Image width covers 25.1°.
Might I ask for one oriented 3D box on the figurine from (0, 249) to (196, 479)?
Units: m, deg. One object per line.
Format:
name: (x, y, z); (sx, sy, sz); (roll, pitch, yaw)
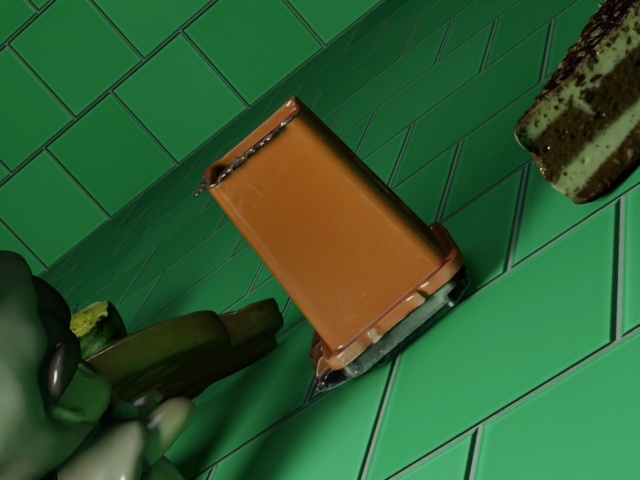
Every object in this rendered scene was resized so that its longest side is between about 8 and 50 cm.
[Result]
figurine: (-0.242, 0.160, 1.223); (0.203, 0.380, 0.248); (-52, 15, -19)

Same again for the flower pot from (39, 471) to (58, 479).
flower pot: (-0.248, 0.277, 1.409); (0.157, 0.157, 0.107); (-49, 0, -28)

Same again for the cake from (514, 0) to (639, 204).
cake: (0.267, -0.141, 1.322); (0.246, 0.112, 0.135); (-47, 10, -8)

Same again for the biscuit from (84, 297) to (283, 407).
biscuit: (-0.171, 0.134, 1.494); (0.275, 0.052, 0.355); (-32, -12, 15)

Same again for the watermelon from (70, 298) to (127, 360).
watermelon: (-0.351, 0.184, 2.037); (0.204, 0.127, 0.232); (-48, 15, -23)

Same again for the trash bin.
trash bin: (0.000, 0.000, 1.345); (0.184, 0.239, 0.161); (-42, 12, 7)
